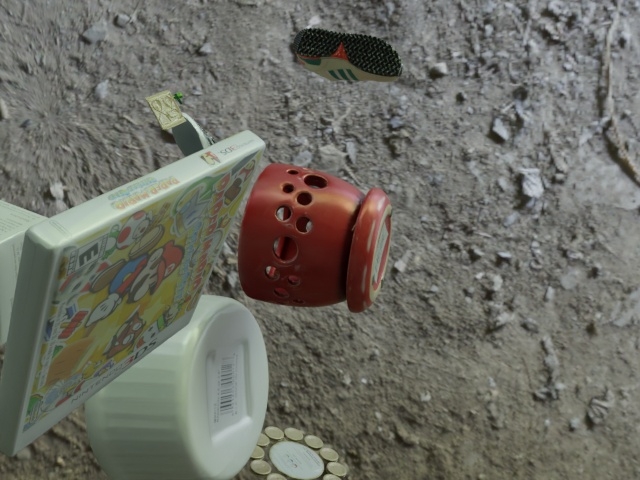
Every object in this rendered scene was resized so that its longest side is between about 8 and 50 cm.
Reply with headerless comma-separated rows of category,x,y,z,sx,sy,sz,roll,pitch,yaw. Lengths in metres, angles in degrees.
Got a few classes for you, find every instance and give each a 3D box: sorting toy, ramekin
sorting toy,-0.253,-0.222,1.095,0.062,0.012,0.083,59,39,-9
ramekin,-0.180,0.203,0.901,0.135,0.277,0.278,-2,104,20

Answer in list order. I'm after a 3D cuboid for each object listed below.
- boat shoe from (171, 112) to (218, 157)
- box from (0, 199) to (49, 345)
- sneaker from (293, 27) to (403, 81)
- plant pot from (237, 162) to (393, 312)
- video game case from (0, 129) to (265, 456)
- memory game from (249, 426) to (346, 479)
boat shoe,-0.281,-0.224,1.621,0.229,0.080,0.076,53,36,-12
box,-0.530,0.037,1.021,0.119,0.180,0.182,-41,146,-57
sneaker,0.042,-0.258,0.942,0.161,0.075,0.057,14,79,8
plant pot,0.000,0.000,0.875,0.174,0.191,0.191,9,98,15
video game case,-0.142,0.037,0.491,0.026,0.206,0.227,37,128,11
memory game,-0.044,0.380,1.119,0.186,0.186,0.012,11,108,-24
